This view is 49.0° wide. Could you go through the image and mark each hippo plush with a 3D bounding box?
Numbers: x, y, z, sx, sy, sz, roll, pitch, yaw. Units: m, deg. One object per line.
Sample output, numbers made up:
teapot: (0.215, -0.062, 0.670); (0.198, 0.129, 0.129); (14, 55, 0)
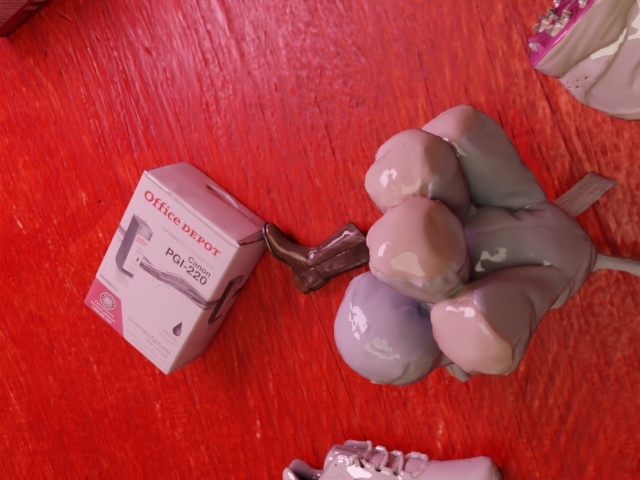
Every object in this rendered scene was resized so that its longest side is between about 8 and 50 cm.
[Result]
hippo plush: (0.121, 0.021, 0.695); (0.236, 0.294, 0.234); (-43, 70, 52)

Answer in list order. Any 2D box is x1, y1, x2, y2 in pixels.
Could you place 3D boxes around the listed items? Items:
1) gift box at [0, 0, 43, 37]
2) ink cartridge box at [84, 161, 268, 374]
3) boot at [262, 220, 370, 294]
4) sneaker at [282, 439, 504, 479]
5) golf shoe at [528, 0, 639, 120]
gift box: (-0.449, -0.405, 0.822); (0.276, 0.255, 0.258); (-22, 94, 34)
ink cartridge box: (-0.181, 0.034, 0.888); (0.159, 0.092, 0.218); (37, 113, 13)
boot: (0.000, 0.000, 0.824); (0.114, 0.037, 0.106); (-30, 102, 31)
sneaker: (0.069, 0.297, 0.829); (0.297, 0.111, 0.129); (-24, 86, 27)
golf shoe: (0.326, -0.232, 0.591); (0.140, 0.115, 0.306); (41, 118, -8)
